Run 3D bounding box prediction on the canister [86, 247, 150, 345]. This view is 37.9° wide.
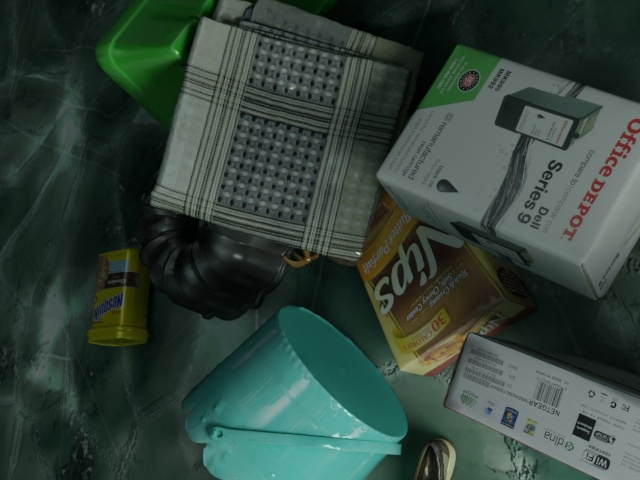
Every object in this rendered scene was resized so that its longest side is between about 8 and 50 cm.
[{"bbox_3d":[-0.372,0.107,1.746,0.126,0.073,0.170,-11,70,40],"label":"canister"}]

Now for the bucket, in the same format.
[{"bbox_3d":[-0.027,0.235,1.264,0.183,0.281,0.281,-46,52,14],"label":"bucket"}]

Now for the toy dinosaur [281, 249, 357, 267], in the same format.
[{"bbox_3d":[0.000,0.000,1.439,0.112,0.064,0.211,-49,52,20],"label":"toy dinosaur"}]

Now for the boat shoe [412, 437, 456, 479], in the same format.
[{"bbox_3d":[0.139,0.336,1.230,0.056,0.049,0.152,1,80,42],"label":"boat shoe"}]

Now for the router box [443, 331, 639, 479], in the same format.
[{"bbox_3d":[0.343,0.194,0.908,0.335,0.301,0.082,19,92,44],"label":"router box"}]

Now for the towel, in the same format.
[{"bbox_3d":[-0.045,-0.161,1.284,0.312,0.056,0.324,16,86,2],"label":"towel"}]

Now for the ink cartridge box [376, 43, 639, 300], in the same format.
[{"bbox_3d":[0.250,-0.089,1.128,0.289,0.121,0.211,26,80,33],"label":"ink cartridge box"}]

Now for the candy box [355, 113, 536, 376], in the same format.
[{"bbox_3d":[0.142,0.005,1.289,0.183,0.087,0.316,-39,54,27],"label":"candy box"}]

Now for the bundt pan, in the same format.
[{"bbox_3d":[-0.192,-0.033,1.584,0.331,0.124,0.331,-12,71,39],"label":"bundt pan"}]

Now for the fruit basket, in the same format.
[{"bbox_3d":[-0.176,-0.338,1.522,0.392,0.283,0.392,-30,35,24],"label":"fruit basket"}]
